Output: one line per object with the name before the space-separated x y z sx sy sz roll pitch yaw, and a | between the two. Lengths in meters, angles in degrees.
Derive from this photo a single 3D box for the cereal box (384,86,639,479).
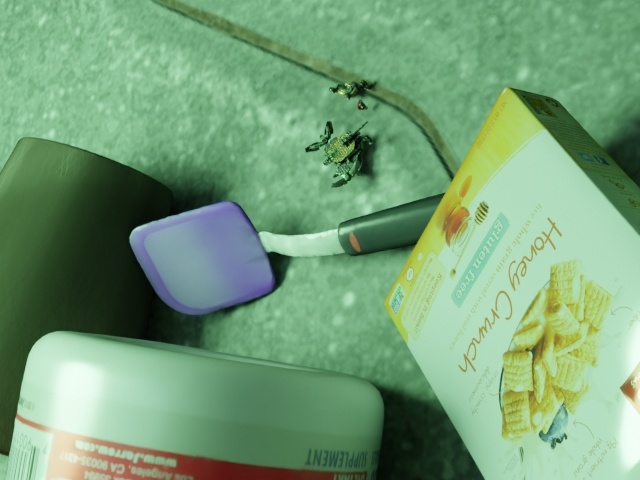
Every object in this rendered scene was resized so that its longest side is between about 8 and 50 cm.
cereal box | 0.130 0.049 0.685 0.173 0.047 0.240 -63 34 27

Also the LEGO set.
LEGO set | 0.020 -0.073 0.882 0.054 0.023 0.083 16 78 39

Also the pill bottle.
pill bottle | -0.100 0.271 0.768 0.229 0.229 0.407 5 85 41

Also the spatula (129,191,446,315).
spatula | 0.000 0.000 0.856 0.296 0.030 0.084 -10 116 32

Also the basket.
basket | -0.210 0.048 0.949 0.154 0.204 0.227 6 75 51
